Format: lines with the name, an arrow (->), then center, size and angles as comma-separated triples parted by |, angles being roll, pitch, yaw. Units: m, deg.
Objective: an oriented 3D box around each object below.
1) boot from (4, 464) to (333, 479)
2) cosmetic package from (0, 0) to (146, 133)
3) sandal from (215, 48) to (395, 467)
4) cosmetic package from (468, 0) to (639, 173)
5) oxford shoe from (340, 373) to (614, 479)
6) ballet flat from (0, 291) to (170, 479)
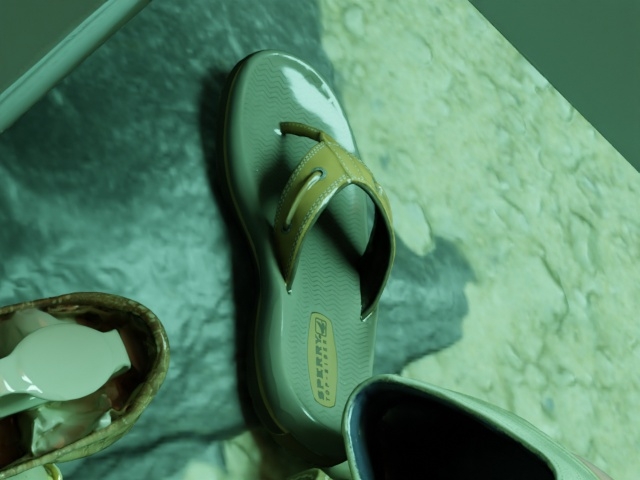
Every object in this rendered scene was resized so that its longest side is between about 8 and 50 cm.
boot -> -0.109, 0.098, 0.692 | 0.262, 0.095, 0.203 | -30, 86, -45
cosmetic package -> -0.163, -0.218, 0.662 | 0.329, 0.327, 0.393 | 48, 43, -10
sandal -> 0.000, 0.000, 0.878 | 0.090, 0.060, 0.219 | 20, 53, -34
cosmetic package -> 0.066, -0.220, 0.568 | 0.377, 0.097, 0.284 | 42, 46, -18
oxford shoe -> 0.113, 0.188, 0.692 | 0.146, 0.140, 0.397 | 41, 1, -36
ballet flat -> -0.134, 0.056, 0.583 | 0.206, 0.067, 0.073 | -22, 82, -40
